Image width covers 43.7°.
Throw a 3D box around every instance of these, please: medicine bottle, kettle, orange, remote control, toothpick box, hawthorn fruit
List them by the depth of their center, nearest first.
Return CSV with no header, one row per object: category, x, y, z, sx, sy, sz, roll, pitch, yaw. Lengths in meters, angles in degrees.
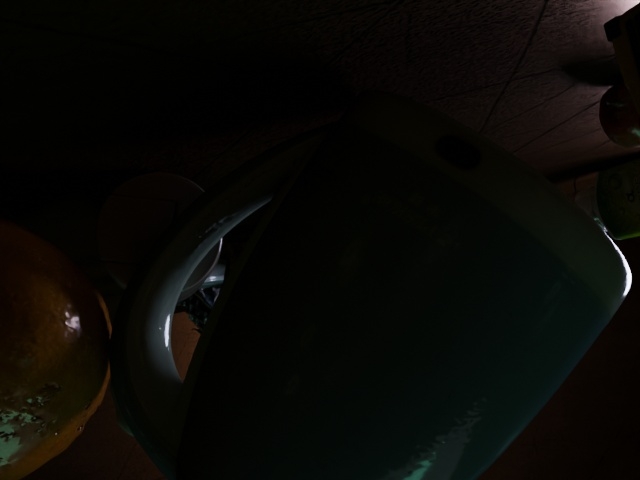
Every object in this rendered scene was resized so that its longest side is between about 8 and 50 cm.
kettle,0.000,0.077,0.612,0.342,0.319,0.247,-53,158,-2
orange,-0.290,0.087,0.648,0.240,0.240,0.240,-13,174,-1
hawthorn fruit,0.285,-0.124,0.750,0.103,0.066,0.067,10,160,-42
toothpick box,-0.153,0.005,0.768,0.111,0.111,0.181,-12,175,-12
medicine bottle,0.549,-0.072,1.401,0.088,0.132,0.188,-9,173,-34
remote control,-0.197,0.064,1.484,0.104,0.052,0.247,-14,174,22

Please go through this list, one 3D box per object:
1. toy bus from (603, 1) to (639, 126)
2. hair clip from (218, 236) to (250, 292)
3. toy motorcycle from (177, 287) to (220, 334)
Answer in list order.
toy bus,0.260,-0.122,0.439,0.098,0.114,0.201,-10,173,-16
hair clip,0.001,-0.001,1.241,0.359,0.110,0.095,-14,-145,-31
toy motorcycle,-0.181,0.128,1.639,0.204,0.239,0.108,-16,135,-38
